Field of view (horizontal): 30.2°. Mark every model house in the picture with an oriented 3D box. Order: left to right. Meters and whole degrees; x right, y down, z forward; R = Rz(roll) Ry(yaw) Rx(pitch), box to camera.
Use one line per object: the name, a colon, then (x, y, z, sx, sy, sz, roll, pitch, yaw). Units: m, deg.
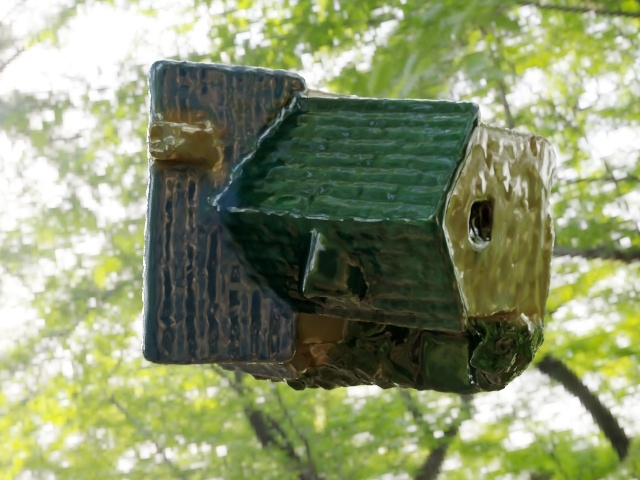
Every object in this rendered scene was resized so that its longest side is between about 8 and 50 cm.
model house: (0.000, 0.000, 1.170, 0.382, 0.335, 0.342, 2, 0, 32)
